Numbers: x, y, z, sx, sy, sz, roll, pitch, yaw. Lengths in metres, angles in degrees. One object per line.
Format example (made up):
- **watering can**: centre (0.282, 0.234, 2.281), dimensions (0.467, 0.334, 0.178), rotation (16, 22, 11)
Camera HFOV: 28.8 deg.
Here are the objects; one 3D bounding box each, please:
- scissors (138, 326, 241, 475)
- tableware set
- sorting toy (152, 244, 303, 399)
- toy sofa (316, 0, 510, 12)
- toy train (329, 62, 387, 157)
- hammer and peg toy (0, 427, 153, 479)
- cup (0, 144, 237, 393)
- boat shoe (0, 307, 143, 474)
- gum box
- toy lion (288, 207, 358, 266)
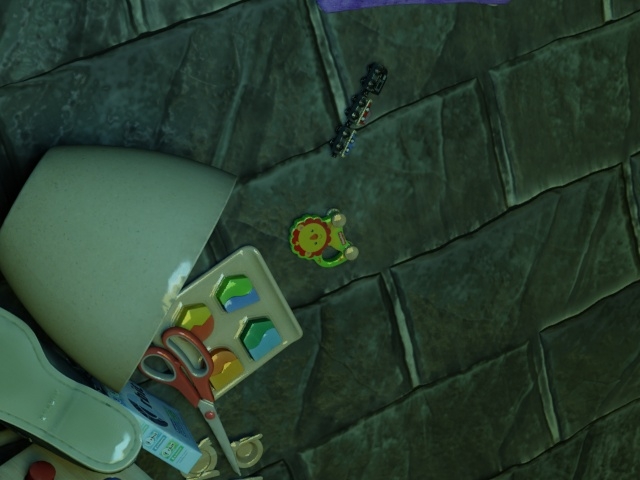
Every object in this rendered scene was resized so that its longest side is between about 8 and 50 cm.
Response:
- **scissors**: centre (-0.168, 0.251, 1.915), dimensions (0.109, 0.021, 0.297), rotation (-28, 116, 16)
- **tableware set**: centre (-0.154, 0.385, 2.007), dimensions (0.141, 0.020, 0.169), rotation (-16, 114, -21)
- **sorting toy**: centre (-0.145, 0.136, 1.911), dimensions (0.208, 0.038, 0.193), rotation (-34, 120, -12)
- **toy sofa**: centre (0.173, -0.415, 1.807), dimensions (0.362, 0.150, 0.177), rotation (-7, 109, -24)
- **toy train**: centre (0.059, -0.196, 1.902), dimensions (0.036, 0.027, 0.158), rotation (23, 96, -42)
- **hammer and peg toy**: centre (-0.366, 0.341, 1.690), dimensions (0.266, 0.361, 0.127), rotation (-34, 155, -45)
- **cup**: centre (-0.291, 0.002, 1.659), dimensions (0.237, 0.331, 0.331), rotation (30, 94, -7)
- **boat shoe**: centre (-0.380, 0.200, 1.662), dimensions (0.340, 0.113, 0.127), rotation (29, 69, 7)
- **gum box**: centre (-0.270, 0.249, 1.810), dimensions (0.184, 0.157, 0.041), rotation (37, 92, -25)
- **toy lion**: centre (0.000, 0.000, 1.942), dimensions (0.096, 0.034, 0.100), rotation (-27, 118, -8)
